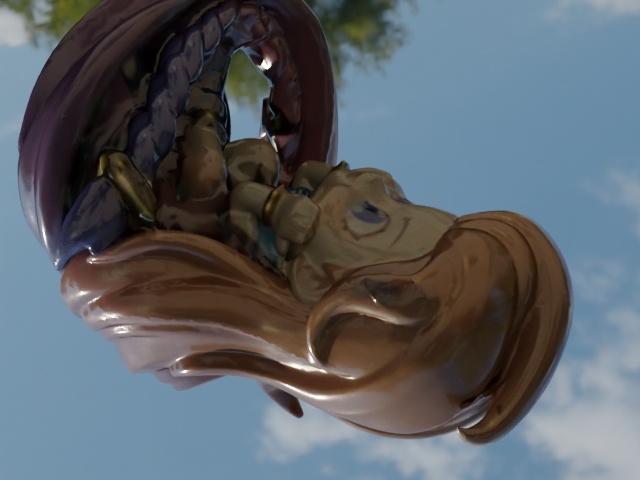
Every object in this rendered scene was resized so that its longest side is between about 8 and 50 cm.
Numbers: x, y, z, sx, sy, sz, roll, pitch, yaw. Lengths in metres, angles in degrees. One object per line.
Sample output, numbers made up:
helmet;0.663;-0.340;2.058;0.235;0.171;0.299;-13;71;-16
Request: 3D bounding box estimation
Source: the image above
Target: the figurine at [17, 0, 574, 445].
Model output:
figurine;-0.008;0.005;0.427;0.157;0.114;0.126;43;-158;14
